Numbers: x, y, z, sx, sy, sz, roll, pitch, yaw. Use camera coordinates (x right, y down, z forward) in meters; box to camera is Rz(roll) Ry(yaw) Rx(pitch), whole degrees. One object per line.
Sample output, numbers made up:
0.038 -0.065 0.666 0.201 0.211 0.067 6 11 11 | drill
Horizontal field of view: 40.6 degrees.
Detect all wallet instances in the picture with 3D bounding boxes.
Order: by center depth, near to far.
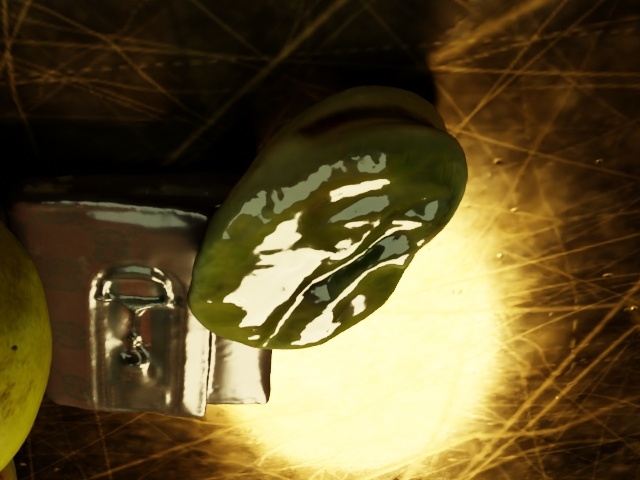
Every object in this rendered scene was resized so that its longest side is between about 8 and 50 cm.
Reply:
-0.120 0.045 0.618 0.182 0.049 0.229 1 134 -6 | wallet

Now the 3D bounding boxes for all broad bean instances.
-0.001 -0.002 0.534 0.153 0.072 0.206 27 113 -36 | broad bean

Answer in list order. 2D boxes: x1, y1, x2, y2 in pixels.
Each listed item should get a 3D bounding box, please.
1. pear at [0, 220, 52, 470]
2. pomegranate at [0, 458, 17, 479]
-0.259 0.057 0.486 0.212 0.212 0.269 -4 173 -4 | pear
-0.333 0.201 0.702 0.169 0.148 0.148 0 143 31 | pomegranate
